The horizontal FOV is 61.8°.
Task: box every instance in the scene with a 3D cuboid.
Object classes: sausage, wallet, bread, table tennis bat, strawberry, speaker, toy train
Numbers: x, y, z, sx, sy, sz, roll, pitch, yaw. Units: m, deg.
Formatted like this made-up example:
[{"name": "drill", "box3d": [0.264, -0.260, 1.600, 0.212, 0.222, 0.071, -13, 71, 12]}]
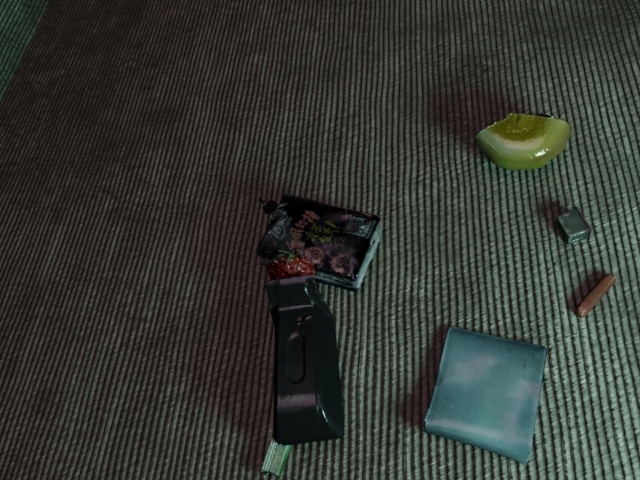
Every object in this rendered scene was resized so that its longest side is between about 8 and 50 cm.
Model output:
[{"name": "sausage", "box3d": [0.707, 0.140, 1.373, 0.147, 0.030, 0.035, -45, 61, -12]}, {"name": "wallet", "box3d": [0.405, 0.366, 1.312, 0.251, 0.054, 0.290, 11, 63, 19]}, {"name": "bread", "box3d": [0.589, -0.276, 1.579, 0.260, 0.158, 0.156, 12, 75, 20]}, {"name": "table tennis bat", "box3d": [-0.174, -0.116, 1.762, 0.083, 0.007, 0.050, 36, 76, 27]}, {"name": "strawberry", "box3d": [-0.089, 0.104, 1.492, 0.140, 0.192, 0.085, 33, 42, -4]}, {"name": "speaker", "box3d": [-0.054, 0.303, 1.375, 0.180, 0.184, 0.388, -11, 54, 9]}, {"name": "toy train", "box3d": [-0.114, 0.550, 1.353, 0.056, 0.038, 0.093, 14, 65, 14]}]

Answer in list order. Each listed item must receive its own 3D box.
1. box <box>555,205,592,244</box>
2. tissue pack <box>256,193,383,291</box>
[{"name": "box", "box3d": [0.692, -0.038, 1.463, 0.063, 0.060, 0.085, -23, 59, 7]}, {"name": "tissue pack", "box3d": [0.000, 0.000, 1.589, 0.332, 0.123, 0.245, 14, 60, 18]}]
